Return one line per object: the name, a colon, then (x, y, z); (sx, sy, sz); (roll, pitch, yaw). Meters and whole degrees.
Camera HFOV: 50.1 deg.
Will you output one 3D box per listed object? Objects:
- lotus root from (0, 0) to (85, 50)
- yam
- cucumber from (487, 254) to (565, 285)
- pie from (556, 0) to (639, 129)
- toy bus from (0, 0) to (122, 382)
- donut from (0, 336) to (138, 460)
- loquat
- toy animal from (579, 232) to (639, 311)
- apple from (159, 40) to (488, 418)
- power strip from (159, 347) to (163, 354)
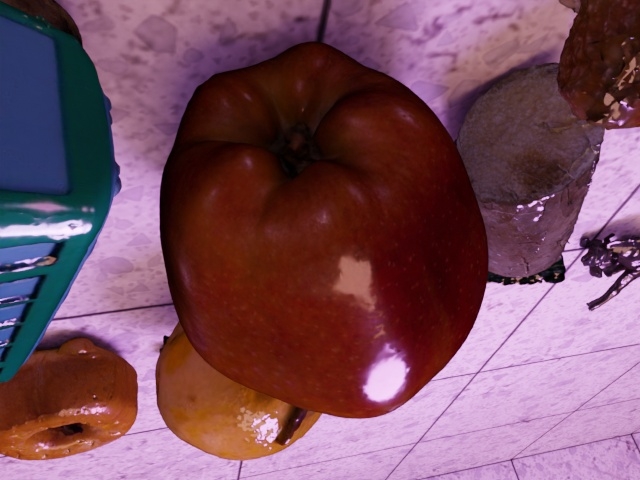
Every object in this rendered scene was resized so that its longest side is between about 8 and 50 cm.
lotus root: (-0.204, -0.148, 0.484); (0.049, 0.054, 0.099); (-8, 154, 34)
yam: (0.212, -0.055, 0.735); (0.154, 0.153, 0.254); (-16, 153, 1)
cucumber: (0.211, 0.016, 0.912); (0.193, 0.115, 0.085); (-6, 105, -6)
pie: (0.346, -0.269, 0.408); (0.418, 0.180, 0.395); (-12, 133, -10)
toy bus: (-0.275, -0.008, 0.480); (0.200, 0.183, 0.343); (3, 150, -35)
donut: (-0.367, 0.226, 0.963); (0.227, 0.113, 0.226); (-13, 150, -7)
loquat: (-0.085, 0.169, 0.881); (0.244, 0.243, 0.244); (-11, 149, -7)
toy animal: (0.500, 0.039, 1.075); (0.233, 0.084, 0.148); (-1, 145, -17)
apple: (0.000, 0.000, 0.609); (0.288, 0.288, 0.316); (-15, 139, -1)
power strip: (-0.184, 0.165, 1.024); (0.111, 0.029, 0.038); (-14, 149, -7)
